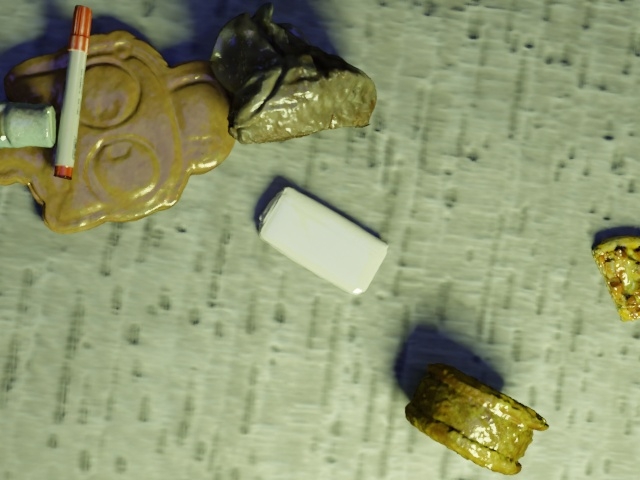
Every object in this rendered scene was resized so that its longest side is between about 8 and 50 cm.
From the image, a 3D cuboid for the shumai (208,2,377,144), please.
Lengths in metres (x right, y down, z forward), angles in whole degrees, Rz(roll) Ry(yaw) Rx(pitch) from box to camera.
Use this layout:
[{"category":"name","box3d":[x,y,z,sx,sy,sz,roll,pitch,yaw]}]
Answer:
[{"category":"shumai","box3d":[-0.037,-0.234,1.330,0.218,0.184,0.185,-12,94,-16]}]

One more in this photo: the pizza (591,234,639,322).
[{"category":"pizza","box3d":[0.495,0.062,1.484,0.175,0.046,0.134,8,88,-9]}]

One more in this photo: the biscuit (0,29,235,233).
[{"category":"biscuit","box3d":[-0.301,-0.156,1.357,0.376,0.051,0.269,-14,90,-9]}]

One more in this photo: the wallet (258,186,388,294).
[{"category":"wallet","box3d":[0.000,0.000,1.411,0.190,0.033,0.095,29,83,-9]}]

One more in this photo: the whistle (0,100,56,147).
[{"category":"whistle","box3d":[-0.526,-0.154,1.273,0.346,0.134,0.142,0,78,-6]}]

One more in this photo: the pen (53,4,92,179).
[{"category":"pen","box3d":[-0.335,-0.201,1.316,0.028,0.028,0.239,6,85,-9]}]

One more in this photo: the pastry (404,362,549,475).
[{"category":"pastry","box3d":[0.217,0.251,1.370,0.189,0.189,0.103,28,88,-8]}]
